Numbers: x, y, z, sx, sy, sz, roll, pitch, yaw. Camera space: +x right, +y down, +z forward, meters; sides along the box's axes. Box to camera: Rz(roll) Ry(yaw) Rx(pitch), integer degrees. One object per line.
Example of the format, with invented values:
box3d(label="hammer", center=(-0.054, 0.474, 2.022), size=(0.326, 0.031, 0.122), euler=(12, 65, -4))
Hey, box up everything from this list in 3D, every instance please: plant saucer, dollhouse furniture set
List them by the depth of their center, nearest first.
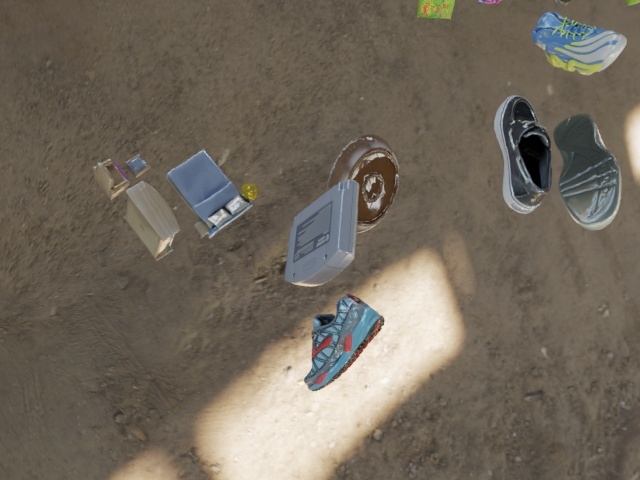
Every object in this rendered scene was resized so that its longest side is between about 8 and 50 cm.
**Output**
box3d(label="dollhouse furniture set", center=(-0.329, -0.148, 1.447), size=(0.303, 0.198, 0.286), euler=(-37, 90, -25))
box3d(label="plant saucer", center=(0.144, -0.165, 1.831), size=(0.311, 0.050, 0.310), euler=(-18, 118, -39))

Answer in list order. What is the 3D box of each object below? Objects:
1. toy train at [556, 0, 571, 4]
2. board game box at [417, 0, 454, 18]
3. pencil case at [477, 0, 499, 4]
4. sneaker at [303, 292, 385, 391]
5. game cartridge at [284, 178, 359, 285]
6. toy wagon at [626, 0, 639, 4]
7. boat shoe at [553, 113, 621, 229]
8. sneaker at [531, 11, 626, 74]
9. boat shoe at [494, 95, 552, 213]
box3d(label="toy train", center=(0.609, -0.683, 1.648), size=(0.158, 0.036, 0.027), euler=(28, 87, 10))
box3d(label="board game box", center=(0.315, -0.676, 1.596), size=(0.092, 0.181, 0.043), euler=(4, 60, 2))
box3d(label="pencil case", center=(0.578, -0.804, 1.898), size=(0.236, 0.104, 0.104), euler=(-35, 100, -41))
box3d(label="sneaker", center=(0.030, 0.215, 1.304), size=(0.125, 0.262, 0.104), euler=(44, 30, 16))
box3d(label="game cartridge", center=(0.000, 0.000, 1.397), size=(0.062, 0.297, 0.198), euler=(10, 71, -24))
box3d(label="toy wagon", center=(0.782, -0.717, 1.468), size=(0.068, 0.344, 0.267), euler=(-25, 106, 11))
box3d(label="boat shoe", center=(0.563, -0.137, 1.266), size=(0.103, 0.118, 0.320), euler=(46, 33, -33))
box3d(label="sneaker", center=(0.504, -0.404, 1.225), size=(0.126, 0.240, 0.091), euler=(30, 96, -15))
box3d(label="boat shoe", center=(0.444, -0.208, 1.293), size=(0.108, 0.102, 0.301), euler=(14, 60, -8))
